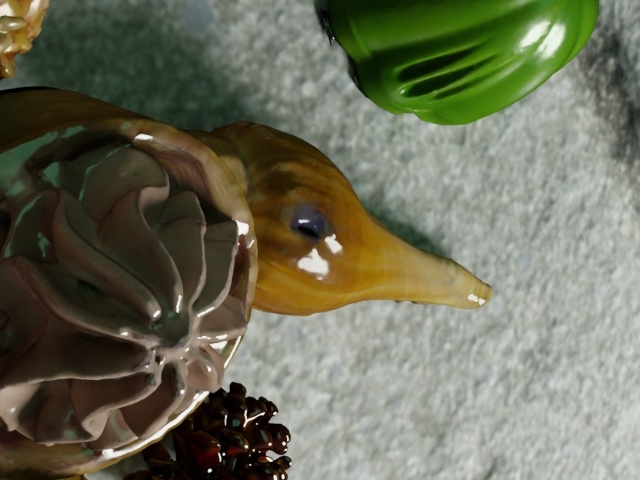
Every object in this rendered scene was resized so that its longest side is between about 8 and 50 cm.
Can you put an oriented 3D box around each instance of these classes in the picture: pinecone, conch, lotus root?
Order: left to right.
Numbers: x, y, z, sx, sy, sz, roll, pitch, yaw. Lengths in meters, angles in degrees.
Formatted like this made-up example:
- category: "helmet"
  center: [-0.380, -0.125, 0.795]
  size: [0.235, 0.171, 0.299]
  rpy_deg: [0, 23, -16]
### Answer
- category: "pinecone"
  center: [-0.065, 0.142, 0.863]
  size: [0.109, 0.102, 0.102]
  rpy_deg: [-45, 118, -55]
- category: "conch"
  center: [0.003, 0.000, 0.897]
  size: [0.330, 0.093, 0.109]
  rpy_deg: [22, 81, -33]
- category: "lotus root"
  center: [0.122, -0.167, 0.930]
  size: [0.186, 0.186, 0.186]
  rpy_deg: [-1, 92, -34]

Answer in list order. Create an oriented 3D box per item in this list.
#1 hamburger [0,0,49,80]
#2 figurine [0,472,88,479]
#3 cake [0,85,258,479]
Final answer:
- category: "hamburger"
  center: [-0.274, -0.176, 0.609]
  size: [0.330, 0.250, 0.330]
  rpy_deg: [-2, 93, -34]
- category: "figurine"
  center: [-0.130, 0.248, 0.766]
  size: [0.208, 0.181, 0.257]
  rpy_deg: [-43, 120, -46]
- category: "cake"
  center: [-0.123, 0.032, 0.682]
  size: [0.207, 0.178, 0.185]
  rpy_deg: [-14, 114, -19]
